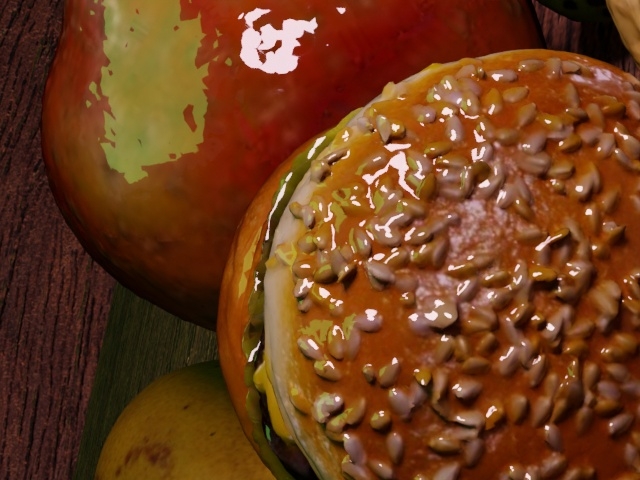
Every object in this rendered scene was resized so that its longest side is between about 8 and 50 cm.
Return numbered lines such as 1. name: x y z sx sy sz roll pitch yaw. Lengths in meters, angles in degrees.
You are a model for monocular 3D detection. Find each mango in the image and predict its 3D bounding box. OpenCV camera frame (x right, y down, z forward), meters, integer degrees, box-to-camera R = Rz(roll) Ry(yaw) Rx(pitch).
1. mango: -0.067 0.241 1.142 0.378 0.221 0.263 7 78 66

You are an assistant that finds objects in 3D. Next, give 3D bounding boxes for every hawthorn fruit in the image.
1. hawthorn fruit: 0.004 -0.100 0.994 0.403 0.403 0.402 -164 90 -74

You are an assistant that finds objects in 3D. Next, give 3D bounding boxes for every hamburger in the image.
1. hamburger: 0.087 0.044 0.695 0.225 0.291 0.291 176 109 -72

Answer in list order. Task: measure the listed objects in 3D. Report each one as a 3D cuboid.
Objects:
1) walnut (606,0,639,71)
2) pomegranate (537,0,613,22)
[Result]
1. walnut: 0.216 -0.123 0.650 0.144 0.144 0.180 -69 24 18
2. pomegranate: 0.185 -0.211 0.875 0.169 0.122 0.143 -100 32 -60
